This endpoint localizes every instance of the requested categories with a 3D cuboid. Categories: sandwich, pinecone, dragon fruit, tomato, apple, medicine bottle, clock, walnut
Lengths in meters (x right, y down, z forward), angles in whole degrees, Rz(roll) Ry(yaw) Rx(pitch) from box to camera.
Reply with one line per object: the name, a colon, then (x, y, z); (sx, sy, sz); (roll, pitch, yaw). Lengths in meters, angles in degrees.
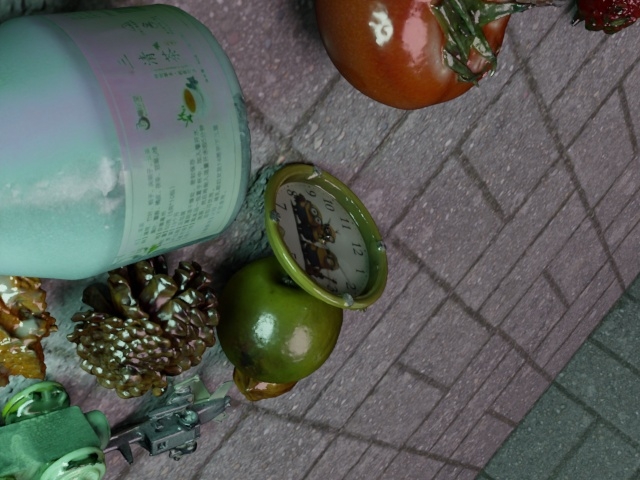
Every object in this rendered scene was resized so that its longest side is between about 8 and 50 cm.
sandwich: (-0.347, 0.062, 0.830); (0.185, 0.160, 0.109); (-58, 167, 26)
pinecone: (-0.217, 0.100, 1.030); (0.195, 0.150, 0.179); (-30, 142, -30)
dragon fruit: (0.526, -0.428, 1.449); (0.142, 0.130, 0.121); (-101, -144, -80)
tomato: (0.116, -0.289, 0.983); (0.256, 0.224, 0.256); (-27, 137, -29)
apple: (-0.060, 0.110, 1.198); (0.196, 0.196, 0.157); (-22, 140, -38)
medicine bottle: (-0.245, -0.078, 0.735); (0.290, 0.245, 0.245); (-21, 137, -38)
clock: (0.000, 0.000, 1.163); (0.057, 0.237, 0.237); (-36, 159, 36)
walnut: (-0.079, 0.196, 1.308); (0.116, 0.115, 0.207); (-66, 173, 22)

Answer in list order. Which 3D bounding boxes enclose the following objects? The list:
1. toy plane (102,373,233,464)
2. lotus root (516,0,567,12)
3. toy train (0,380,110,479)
toy plane: (-0.251, 0.297, 1.245); (0.262, 0.088, 0.192); (-26, 141, -33)
lotus root: (0.344, -0.440, 1.261); (0.329, 0.078, 0.167); (-14, 156, -46)
toy train: (-0.395, 0.295, 1.012); (0.271, 0.159, 0.188); (-10, 140, -46)
